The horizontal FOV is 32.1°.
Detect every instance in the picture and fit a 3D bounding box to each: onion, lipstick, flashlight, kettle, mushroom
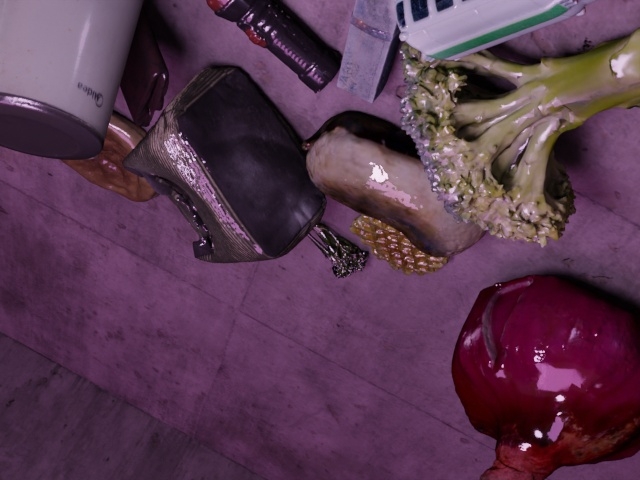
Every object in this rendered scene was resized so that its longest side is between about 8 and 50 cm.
[{"bbox_3d":[0.399,0.291,1.916,0.398,0.420,0.398,13,142,10],"label":"onion"},{"bbox_3d":[0.084,-0.313,1.610,0.076,0.077,0.290,25,150,7],"label":"lipstick"},{"bbox_3d":[-0.069,-0.322,1.721,0.232,0.093,0.093,42,148,-21],"label":"flashlight"},{"bbox_3d":[-0.419,-0.343,1.598,0.250,0.377,0.361,0,162,31],"label":"kettle"},{"bbox_3d":[0.124,-0.077,1.881,0.344,0.130,0.247,35,145,-8],"label":"mushroom"}]

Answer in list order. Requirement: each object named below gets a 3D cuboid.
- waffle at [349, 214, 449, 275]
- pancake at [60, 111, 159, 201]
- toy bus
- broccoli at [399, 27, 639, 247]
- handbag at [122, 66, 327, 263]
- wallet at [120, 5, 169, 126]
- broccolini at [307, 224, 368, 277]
[{"bbox_3d":[0.146,0.005,2.076,0.183,0.036,0.169,39,150,-15],"label":"waffle"},{"bbox_3d":[-0.443,-0.179,2.293,0.294,0.049,0.294,21,150,13],"label":"pancake"},{"bbox_3d":[0.217,-0.327,1.350,0.133,0.165,0.276,10,165,-40],"label":"toy bus"},{"bbox_3d":[0.318,-0.150,1.562,0.396,0.275,0.353,-2,151,17],"label":"broccoli"},{"bbox_3d":[-0.172,-0.117,1.955,0.240,0.247,0.341,-17,115,48],"label":"handbag"},{"bbox_3d":[-0.314,-0.325,1.849,0.229,0.049,0.182,68,154,15],"label":"wallet"},{"bbox_3d":[0.004,-0.003,2.161,0.201,0.074,0.058,41,165,-14],"label":"broccolini"}]
